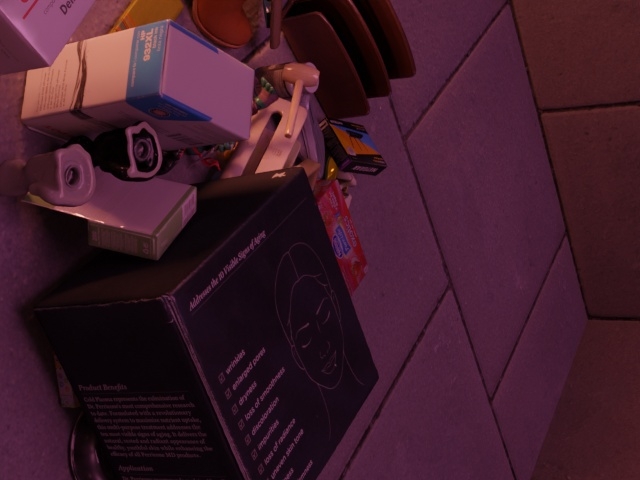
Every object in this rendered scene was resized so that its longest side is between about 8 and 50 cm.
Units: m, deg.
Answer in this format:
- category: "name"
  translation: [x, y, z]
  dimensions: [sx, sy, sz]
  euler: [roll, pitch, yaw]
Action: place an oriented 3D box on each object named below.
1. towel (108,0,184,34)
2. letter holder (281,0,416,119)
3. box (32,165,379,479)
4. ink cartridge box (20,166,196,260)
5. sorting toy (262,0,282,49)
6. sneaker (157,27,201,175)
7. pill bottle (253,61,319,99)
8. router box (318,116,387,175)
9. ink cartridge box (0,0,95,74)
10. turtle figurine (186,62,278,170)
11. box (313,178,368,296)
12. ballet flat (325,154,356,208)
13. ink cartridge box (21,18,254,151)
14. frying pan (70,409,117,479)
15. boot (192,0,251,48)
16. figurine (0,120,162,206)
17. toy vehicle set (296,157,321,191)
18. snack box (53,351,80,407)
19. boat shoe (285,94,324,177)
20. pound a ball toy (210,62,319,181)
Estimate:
- category: "towel"
  translation: [-0.330, -0.402, 1.769]
  dimensions: [0.102, 0.021, 0.237]
  euler: [63, 39, -42]
- category: "letter holder"
  translation: [0.074, -0.452, 2.219]
  dimensions: [0.302, 0.214, 0.152]
  euler: [60, 42, -37]
- category: "box"
  translation: [-0.168, 0.188, 1.675]
  dimensions: [0.480, 0.297, 0.472]
  euler: [-48, 126, -52]
- category: "ink cartridge box"
  translation: [-0.340, -0.056, 1.544]
  dimensions: [0.171, 0.235, 0.056]
  euler: [-63, 162, -56]
- category: "sorting toy"
  translation: [-0.105, -0.564, 1.938]
  dimensions: [0.307, 0.041, 0.229]
  euler: [101, -15, -70]
- category: "sneaker"
  translation: [-0.275, -0.255, 1.760]
  dimensions: [0.135, 0.097, 0.276]
  euler: [-112, -145, -79]
- category: "pill bottle"
  translation: [-0.077, -0.344, 2.048]
  dimensions: [0.078, 0.137, 0.078]
  euler: [5, 85, -58]
- category: "router box"
  translation: [0.076, -0.228, 2.314]
  dimensions: [0.179, 0.046, 0.133]
  euler: [0, 56, -58]
- category: "ink cartridge box"
  translation: [-0.429, -0.332, 1.296]
  dimensions: [0.119, 0.353, 0.207]
  euler: [54, 46, -41]
- category: "turtle figurine"
  translation: [-0.202, -0.239, 1.861]
  dimensions: [0.234, 0.175, 0.118]
  euler: [-43, 161, -9]
- category: "box"
  translation: [0.000, 0.000, 2.162]
  dimensions: [0.123, 0.128, 0.257]
  euler: [-52, 131, -45]
- category: "ballet flat"
  translation: [0.045, -0.122, 2.285]
  dimensions: [0.077, 0.077, 0.231]
  euler: [46, 51, -45]
- category: "ink cartridge box"
  translation: [-0.296, -0.235, 1.546]
  dimensions: [0.223, 0.307, 0.129]
  euler: [20, 70, -55]
- category: "frying pan"
  translation: [-0.385, 0.398, 1.625]
  dimensions: [0.326, 0.053, 0.197]
  euler: [-56, 132, -46]
- category: "boot"
  translation: [-0.156, -0.495, 1.853]
  dimensions: [0.283, 0.220, 0.109]
  euler: [56, 46, -39]
- category: "figurine"
  translation: [-0.391, -0.114, 1.470]
  dimensions: [0.215, 0.209, 0.092]
  euler: [-28, 112, -45]
- category: "toy vehicle set"
  translation: [-0.079, -0.027, 1.986]
  dimensions: [0.166, 0.035, 0.267]
  euler: [-45, 156, -59]
- category: "snack box"
  translation: [-0.389, 0.219, 1.627]
  dimensions: [0.141, 0.037, 0.100]
  euler: [-16, 99, -57]
- category: "boat shoe"
  translation: [-0.042, -0.239, 2.163]
  dimensions: [0.083, 0.075, 0.226]
  euler: [-72, 158, -46]
- category: "pound a ball toy"
  translation: [-0.122, -0.202, 1.943]
  dimensions: [0.208, 0.135, 0.319]
  euler: [105, 6, -57]
